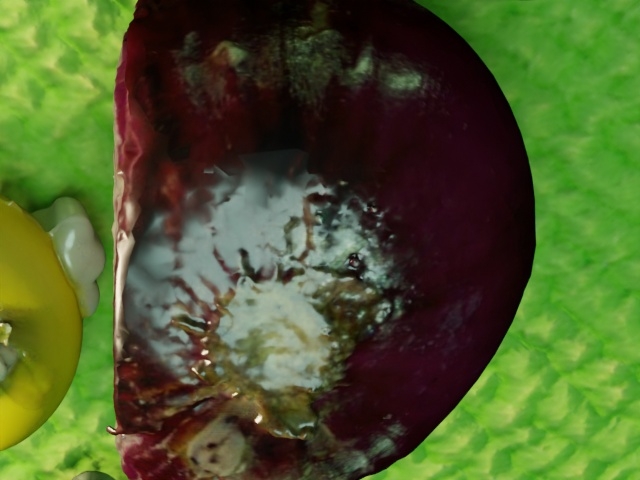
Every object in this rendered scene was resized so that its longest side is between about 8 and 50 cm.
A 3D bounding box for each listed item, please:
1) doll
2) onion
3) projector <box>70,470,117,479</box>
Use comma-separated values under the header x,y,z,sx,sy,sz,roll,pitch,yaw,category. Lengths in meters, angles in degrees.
x,y,z,sx,sy,sz,roll,pitch,yaw,category
-0.271,0.049,1.295,0.237,0.111,0.252,13,120,-28,doll
0.000,0.000,1.189,0.260,0.282,0.336,0,108,-6,onion
-0.168,0.319,1.480,0.257,0.079,0.259,-39,116,19,projector
